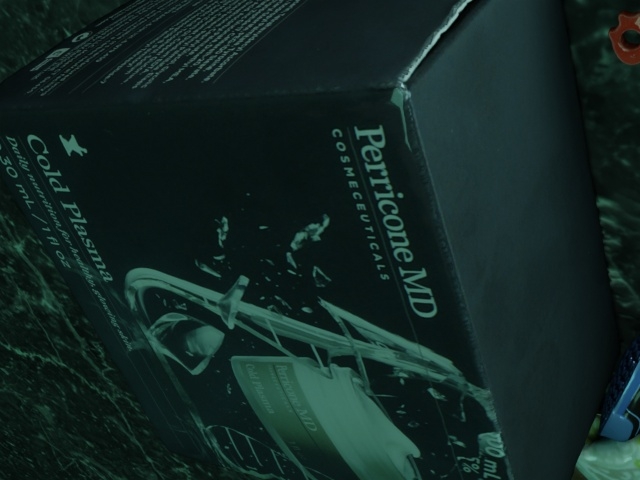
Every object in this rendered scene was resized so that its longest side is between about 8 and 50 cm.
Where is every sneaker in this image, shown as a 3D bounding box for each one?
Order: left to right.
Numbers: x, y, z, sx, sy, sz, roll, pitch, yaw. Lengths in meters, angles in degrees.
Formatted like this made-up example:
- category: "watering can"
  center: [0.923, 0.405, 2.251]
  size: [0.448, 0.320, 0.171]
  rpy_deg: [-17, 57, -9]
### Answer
- category: "sneaker"
  center: [0.342, 0.106, 0.757]
  size: [0.091, 0.081, 0.232]
  rpy_deg: [25, 117, 11]

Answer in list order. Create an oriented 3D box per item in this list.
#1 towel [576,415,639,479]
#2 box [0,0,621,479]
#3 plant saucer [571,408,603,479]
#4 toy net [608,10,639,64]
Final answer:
- category: "towel"
  center: [0.486, 0.257, 0.797]
  size: [0.374, 0.090, 0.320]
  rpy_deg: [-28, 110, 42]
- category: "box"
  center: [0.000, 0.000, 0.814]
  size: [0.472, 0.297, 0.479]
  rpy_deg: [3, 128, 35]
- category: "plant saucer"
  center: [0.354, 0.265, 0.979]
  size: [0.199, 0.036, 0.198]
  rpy_deg: [22, 138, 22]
- category: "toy net"
  center: [0.261, -0.207, 0.600]
  size: [0.122, 0.045, 0.232]
  rpy_deg: [-10, 118, 46]
